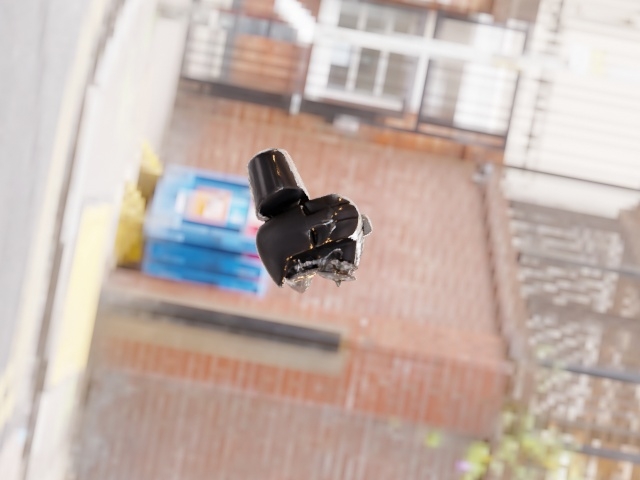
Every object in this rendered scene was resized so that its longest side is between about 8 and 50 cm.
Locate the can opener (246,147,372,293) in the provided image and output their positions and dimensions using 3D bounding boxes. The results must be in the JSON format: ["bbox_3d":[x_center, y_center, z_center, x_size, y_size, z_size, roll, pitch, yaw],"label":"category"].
[{"bbox_3d":[0.000,0.000,0.974,0.186,0.059,0.073,63,19,-77],"label":"can opener"}]
